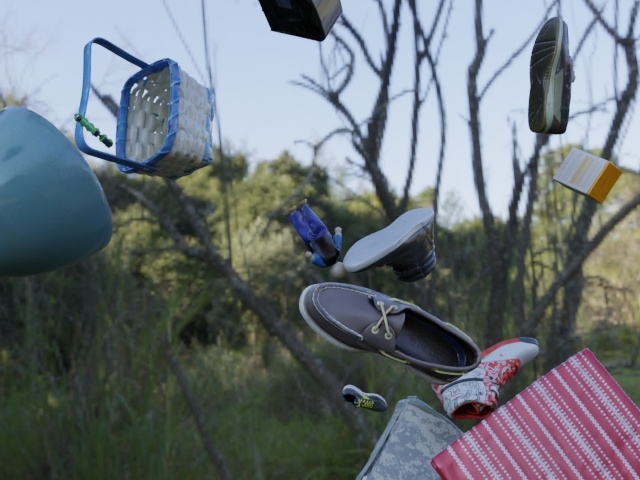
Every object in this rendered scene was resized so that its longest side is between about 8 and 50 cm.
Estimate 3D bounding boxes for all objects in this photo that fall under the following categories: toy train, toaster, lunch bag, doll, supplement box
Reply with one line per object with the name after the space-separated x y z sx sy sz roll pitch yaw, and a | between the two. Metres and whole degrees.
-0.391 -0.189 1.578 0.083 0.017 0.024 42 0 -20 | toy train
-0.048 -0.562 2.135 0.186 0.110 0.168 19 -24 30 | toaster
0.210 0.540 2.075 0.256 0.305 0.212 45 -34 -14 | lunch bag
0.000 0.000 2.016 0.129 0.189 0.046 -33 -1 -42 | doll
0.425 -0.104 1.459 0.036 0.062 0.098 29 7 -28 | supplement box

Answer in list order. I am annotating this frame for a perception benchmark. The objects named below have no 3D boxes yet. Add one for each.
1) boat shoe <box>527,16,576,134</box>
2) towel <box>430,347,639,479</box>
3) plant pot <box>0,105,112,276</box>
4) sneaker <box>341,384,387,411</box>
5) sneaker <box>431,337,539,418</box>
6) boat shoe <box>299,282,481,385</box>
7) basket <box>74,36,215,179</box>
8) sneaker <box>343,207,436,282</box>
0.441 -0.305 1.722 0.073 0.223 0.080 11 -8 -21 | boat shoe
0.308 0.300 1.227 0.275 0.199 0.031 -36 -23 1 | towel
-0.521 -0.050 1.530 0.290 0.290 0.195 -14 23 51 | plant pot
0.073 0.277 1.570 0.083 0.031 0.035 18 20 16 | sneaker
0.383 0.313 2.028 0.270 0.145 0.090 -12 -42 -11 | sneaker
0.122 0.150 1.551 0.324 0.116 0.097 27 -27 -15 | boat shoe
-0.361 -0.251 1.861 0.201 0.254 0.289 -17 -29 37 | basket
0.171 0.046 2.076 0.104 0.147 0.296 6 28 43 | sneaker
